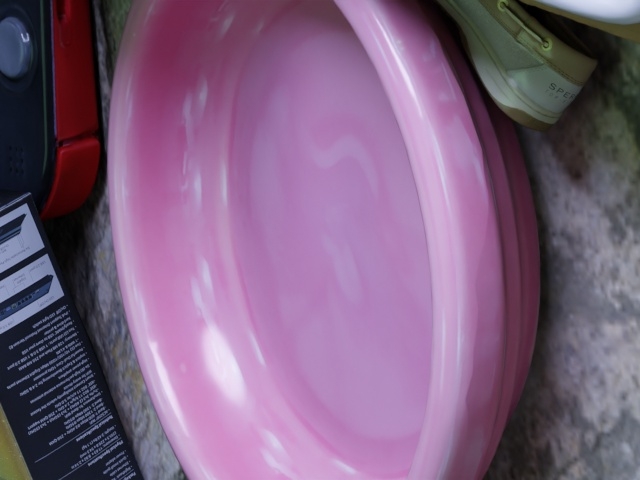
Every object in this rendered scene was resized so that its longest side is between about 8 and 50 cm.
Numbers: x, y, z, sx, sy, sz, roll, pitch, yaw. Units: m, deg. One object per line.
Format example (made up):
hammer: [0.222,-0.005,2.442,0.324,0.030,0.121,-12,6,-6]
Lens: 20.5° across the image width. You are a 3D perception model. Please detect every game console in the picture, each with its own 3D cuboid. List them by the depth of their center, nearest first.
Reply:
game console: [-0.286,-0.194,1.239,0.386,0.060,0.342,12,111,47]

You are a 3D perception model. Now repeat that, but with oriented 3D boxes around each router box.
router box: [-0.267,0.081,1.239,0.309,0.081,0.243,6,122,50]

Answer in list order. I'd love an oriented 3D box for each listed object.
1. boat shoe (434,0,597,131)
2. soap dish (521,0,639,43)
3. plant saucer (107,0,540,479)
boat shoe: [0.076,-0.109,0.755,0.045,0.050,0.135,-43,62,28]
soap dish: [0.077,-0.211,0.643,0.291,0.118,0.229,32,126,50]
plant saucer: [0.000,0.000,0.864,0.332,0.084,0.332,25,120,55]
